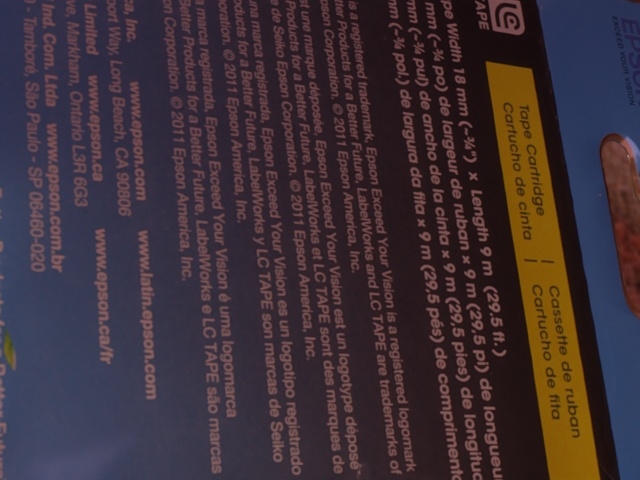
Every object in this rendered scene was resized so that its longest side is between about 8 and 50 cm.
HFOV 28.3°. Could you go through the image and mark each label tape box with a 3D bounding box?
[{"bbox_3d":[0.000,0.000,0.524,0.333,0.106,0.241,5,68,-29],"label":"label tape box"}]
